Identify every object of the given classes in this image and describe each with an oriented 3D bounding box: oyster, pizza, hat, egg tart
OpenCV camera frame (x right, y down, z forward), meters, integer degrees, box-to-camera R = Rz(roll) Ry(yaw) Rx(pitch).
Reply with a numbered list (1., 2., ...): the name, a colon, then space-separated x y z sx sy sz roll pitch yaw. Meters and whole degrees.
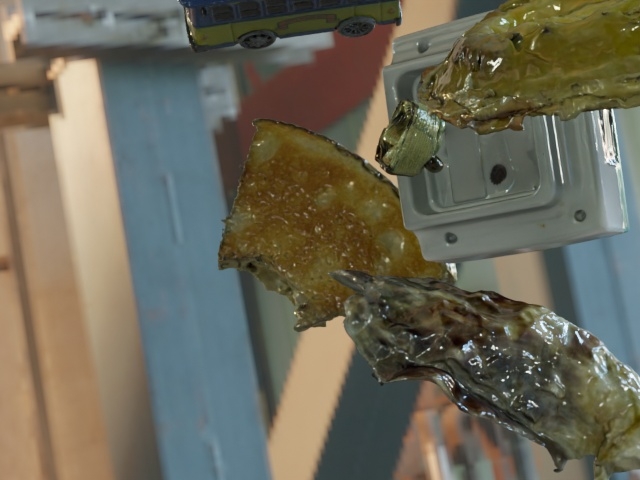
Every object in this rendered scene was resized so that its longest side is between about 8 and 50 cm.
1. oyster: 0.144 0.096 1.511 0.271 0.275 0.100 3 -56 -31
2. pizza: 0.000 0.000 2.111 0.223 0.323 0.089 -47 -18 -12
3. hat: 0.094 -0.097 1.721 0.059 0.076 0.077 18 11 -11
4. egg tart: 0.209 -0.162 1.456 0.279 0.095 0.279 -13 15 3

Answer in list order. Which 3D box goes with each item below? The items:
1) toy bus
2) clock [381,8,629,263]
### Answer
1. toy bus: -0.042 -0.344 2.237 0.288 0.138 0.175 -8 -19 -1
2. clock: 0.192 -0.116 1.862 0.231 0.262 0.116 -10 -4 36
